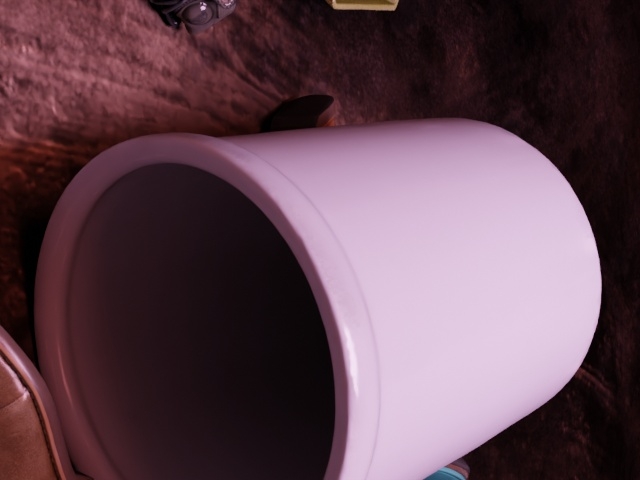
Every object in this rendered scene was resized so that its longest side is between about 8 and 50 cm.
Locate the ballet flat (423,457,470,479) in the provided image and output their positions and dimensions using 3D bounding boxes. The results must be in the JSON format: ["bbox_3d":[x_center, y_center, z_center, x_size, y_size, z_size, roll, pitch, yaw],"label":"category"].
[{"bbox_3d":[0.079,0.227,1.229,0.280,0.095,0.096,17,62,-52],"label":"ballet flat"}]

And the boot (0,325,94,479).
[{"bbox_3d":[-0.252,0.146,0.785,0.115,0.112,0.305,-41,122,-35],"label":"boot"}]

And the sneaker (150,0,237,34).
[{"bbox_3d":[-0.140,-0.246,0.976,0.227,0.087,0.130,-27,102,-57],"label":"sneaker"}]

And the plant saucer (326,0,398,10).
[{"bbox_3d":[0.043,-0.350,1.218,0.188,0.045,0.188,-22,122,-63],"label":"plant saucer"}]

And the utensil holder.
[{"bbox_3d":[0.017,0.059,0.933,0.386,0.328,0.327,-13,98,-48],"label":"utensil holder"}]

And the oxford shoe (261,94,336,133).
[{"bbox_3d":[-0.041,-0.072,1.110,0.212,0.076,0.076,-42,131,-46],"label":"oxford shoe"}]
